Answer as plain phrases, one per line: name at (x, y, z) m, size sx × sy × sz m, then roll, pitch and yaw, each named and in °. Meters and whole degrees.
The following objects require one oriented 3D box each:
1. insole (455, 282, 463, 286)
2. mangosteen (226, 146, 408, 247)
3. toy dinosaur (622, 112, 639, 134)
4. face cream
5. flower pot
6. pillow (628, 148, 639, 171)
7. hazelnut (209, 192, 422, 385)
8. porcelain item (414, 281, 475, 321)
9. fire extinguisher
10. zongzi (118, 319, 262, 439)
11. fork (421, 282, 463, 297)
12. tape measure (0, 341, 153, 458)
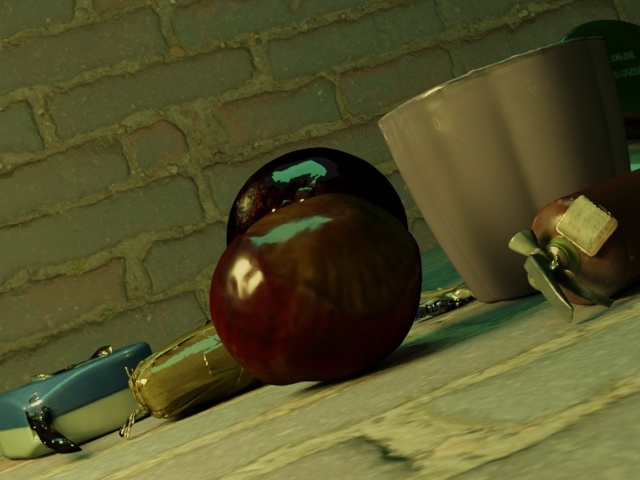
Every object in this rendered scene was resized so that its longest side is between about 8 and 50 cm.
insole at (0.227, 0.061, 1.416) m, size 0.045 × 0.002 × 0.135 m, roll -19°, pitch 0°, yaw 36°
mangosteen at (0.008, -0.006, 1.527) m, size 0.296 × 0.297 × 0.313 m, roll -20°, pitch -12°, yaw 33°
toy dinosaur at (0.589, -0.165, 1.252) m, size 0.432 × 0.208 × 0.097 m, roll -27°, pitch -16°, yaw -10°
face cream at (0.457, -0.182, 1.616) m, size 0.312 × 0.220 × 0.357 m, roll 18°, pitch -29°, yaw 8°
flower pot at (0.230, -0.071, 1.054) m, size 0.265 × 0.243 × 0.265 m, roll -21°, pitch -2°, yaw -1°
pillow at (0.398, -0.065, 1.375) m, size 0.255 × 0.120 × 0.322 m, roll -13°, pitch 3°, yaw 18°
hazelnut at (-0.002, 0.043, 0.867) m, size 0.201 × 0.170 × 0.160 m, roll -9°, pitch -5°, yaw -12°
porcelain item at (0.170, 0.066, 1.138) m, size 0.075 × 0.021 × 0.136 m, roll -20°, pitch -1°, yaw 43°
fire extinguisher at (0.263, -0.006, 0.808) m, size 0.268 × 0.105 × 0.104 m, roll -18°, pitch -1°, yaw -37°
zongzi at (-0.103, 0.139, 1.001) m, size 0.178 × 0.081 × 0.189 m, roll -8°, pitch 11°, yaw 34°
fork at (0.178, 0.069, 1.274) m, size 0.034 × 0.028 × 0.219 m, roll -29°, pitch 2°, yaw -43°
tape measure at (-0.270, 0.186, 1.116) m, size 0.215 × 0.098 × 0.351 m, roll -20°, pitch 2°, yaw -34°
